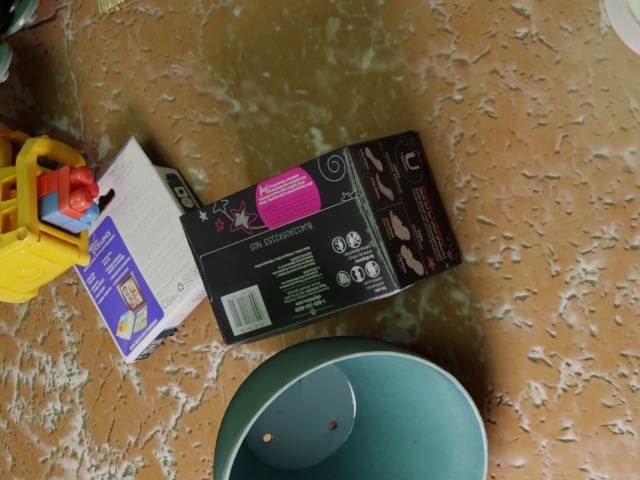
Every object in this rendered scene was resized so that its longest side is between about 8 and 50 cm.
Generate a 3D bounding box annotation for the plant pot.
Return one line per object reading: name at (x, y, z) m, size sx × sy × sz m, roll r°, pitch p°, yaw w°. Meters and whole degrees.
plant pot at (0.008, 0.223, 1.393) m, size 0.195 × 0.290 × 0.290 m, roll -142°, pitch 53°, yaw -65°

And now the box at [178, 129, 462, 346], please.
box at (0.000, 0.000, 1.400) m, size 0.247 × 0.142 × 0.163 m, roll -20°, pitch 90°, yaw 37°

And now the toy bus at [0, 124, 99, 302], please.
toy bus at (-0.358, -0.059, 1.610) m, size 0.211 × 0.149 × 0.220 m, roll -24°, pitch 60°, yaw 29°

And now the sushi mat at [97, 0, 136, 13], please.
sushi mat at (-0.242, -0.444, 1.541) m, size 0.151 × 0.019 × 0.316 m, roll -9°, pitch 95°, yaw 37°

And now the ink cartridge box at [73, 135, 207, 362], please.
ink cartridge box at (-0.224, 0.011, 1.612) m, size 0.206 × 0.045 × 0.208 m, roll -45°, pitch 69°, yaw 33°

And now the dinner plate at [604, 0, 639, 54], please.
dinner plate at (0.327, -0.234, 1.197) m, size 0.141 × 0.017 × 0.141 m, roll 7°, pitch 103°, yaw 34°

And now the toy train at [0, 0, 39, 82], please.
toy train at (-0.477, -0.233, 1.611) m, size 0.190 × 0.142 × 0.334 m, roll -2°, pitch 63°, yaw 46°
